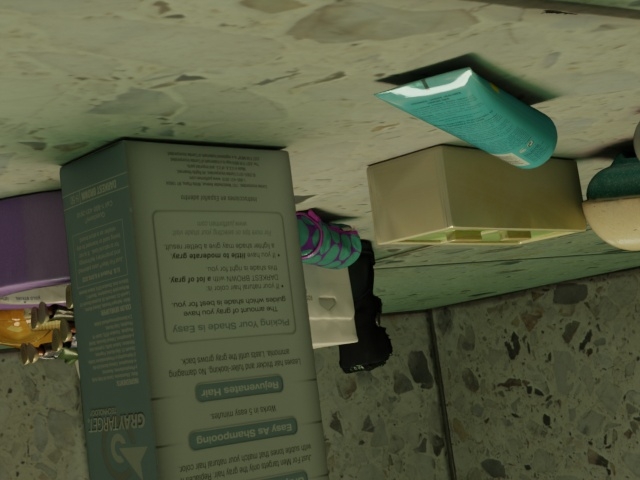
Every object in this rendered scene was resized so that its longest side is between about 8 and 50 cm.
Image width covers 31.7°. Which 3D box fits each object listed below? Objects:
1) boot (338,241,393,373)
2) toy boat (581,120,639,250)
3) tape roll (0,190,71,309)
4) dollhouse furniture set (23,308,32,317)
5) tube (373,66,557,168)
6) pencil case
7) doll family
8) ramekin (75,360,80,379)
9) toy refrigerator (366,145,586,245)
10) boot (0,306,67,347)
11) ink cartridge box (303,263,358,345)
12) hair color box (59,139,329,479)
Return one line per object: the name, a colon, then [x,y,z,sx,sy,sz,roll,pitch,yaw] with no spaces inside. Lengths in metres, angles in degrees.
boot: [0.057,0.113,1.861,0.094,0.207,0.246,-9,172,10]
toy boat: [0.396,-0.064,1.186,0.267,0.148,0.318,-6,-178,27]
tape roll: [-0.257,0.012,1.216,0.274,0.090,0.275,-7,173,-1]
dollhouse furniture set: [-0.375,0.054,1.499,0.081,0.091,0.114,6,-179,20]
tube: [0.129,-0.101,0.910,0.080,0.052,0.207,-17,164,30]
pencil case: [0.000,0.000,1.481,0.070,0.064,0.151,-49,160,11]
doll family: [-0.218,0.077,1.125,0.111,0.076,0.193,4,164,-36]
ramekin: [-0.276,0.180,1.876,0.272,0.273,0.127,-13,-177,37]
toy refrigerator: [0.179,-0.040,1.238,0.102,0.094,0.269,-13,170,41]
boot: [-0.544,0.145,1.974,0.211,0.104,0.295,-1,166,-13]
ink cartridge box: [-0.092,0.082,1.612,0.232,0.168,0.171,-11,172,28]
hair color box: [-0.106,0.110,0.989,0.185,0.375,0.113,-1,170,-43]
